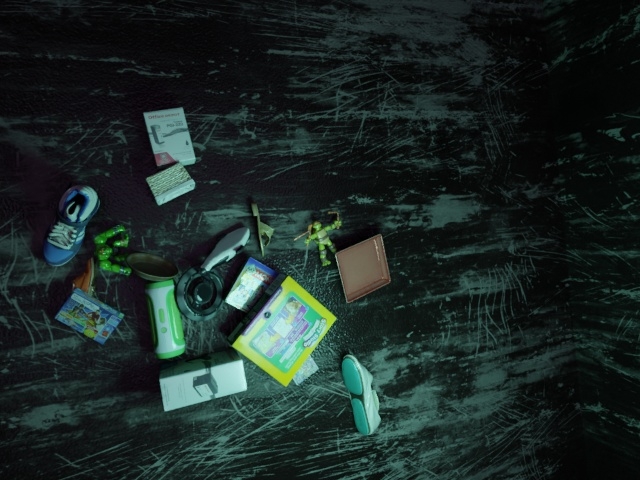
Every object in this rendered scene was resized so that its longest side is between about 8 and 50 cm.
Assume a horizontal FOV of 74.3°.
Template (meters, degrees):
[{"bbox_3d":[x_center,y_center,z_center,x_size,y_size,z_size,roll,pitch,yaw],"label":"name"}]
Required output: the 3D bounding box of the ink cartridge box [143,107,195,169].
[{"bbox_3d":[-0.613,-0.415,1.718,0.159,0.092,0.217,-15,92,-19],"label":"ink cartridge box"}]

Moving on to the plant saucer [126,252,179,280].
[{"bbox_3d":[-0.656,0.109,1.644,0.199,0.198,0.036,19,103,-18],"label":"plant saucer"}]

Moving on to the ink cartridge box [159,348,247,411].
[{"bbox_3d":[-0.467,0.541,1.673,0.308,0.223,0.129,-8,91,-20],"label":"ink cartridge box"}]

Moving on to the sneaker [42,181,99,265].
[{"bbox_3d":[-0.918,-0.057,1.522,0.130,0.236,0.322,29,79,-16],"label":"sneaker"}]

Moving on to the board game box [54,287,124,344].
[{"bbox_3d":[-0.878,0.289,1.611,0.201,0.035,0.136,37,97,-16],"label":"board game box"}]

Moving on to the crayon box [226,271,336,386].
[{"bbox_3d":[-0.157,0.375,1.798,0.313,0.106,0.363,45,75,-23],"label":"crayon box"}]

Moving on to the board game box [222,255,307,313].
[{"bbox_3d":[-0.234,0.237,1.836,0.317,0.046,0.213,33,79,-24],"label":"board game box"}]

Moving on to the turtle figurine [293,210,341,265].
[{"bbox_3d":[0.000,0.000,1.924,0.269,0.087,0.217,-33,110,-33],"label":"turtle figurine"}]

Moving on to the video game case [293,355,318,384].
[{"bbox_3d":[-0.080,0.586,1.921,0.122,0.011,0.087,-34,100,-17],"label":"video game case"}]

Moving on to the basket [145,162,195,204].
[{"bbox_3d":[-0.607,-0.230,1.706,0.167,0.113,0.103,-30,94,-18],"label":"basket"}]

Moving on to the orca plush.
[{"bbox_3d":[-0.389,0.069,1.776,0.102,0.151,0.287,77,31,-45],"label":"orca plush"}]

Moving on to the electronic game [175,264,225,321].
[{"bbox_3d":[-0.486,0.215,1.729,0.229,0.048,0.229,7,81,-47],"label":"electronic game"}]

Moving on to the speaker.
[{"bbox_3d":[-0.616,0.306,1.675,0.131,0.131,0.296,-8,91,-20],"label":"speaker"}]

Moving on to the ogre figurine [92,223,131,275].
[{"bbox_3d":[-0.808,0.043,1.640,0.118,0.097,0.197,-10,108,-37],"label":"ogre figurine"}]

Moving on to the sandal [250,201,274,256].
[{"bbox_3d":[-0.241,-0.055,1.842,0.079,0.088,0.240,-13,88,-13],"label":"sandal"}]

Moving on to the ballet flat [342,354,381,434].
[{"bbox_3d":[0.197,0.699,1.969,0.139,0.139,0.400,-16,98,-19],"label":"ballet flat"}]

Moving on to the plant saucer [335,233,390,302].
[{"bbox_3d":[0.194,0.125,1.980,0.258,0.048,0.259,-23,112,-23],"label":"plant saucer"}]

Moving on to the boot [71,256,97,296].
[{"bbox_3d":[-0.906,0.139,1.619,0.085,0.059,0.157,8,87,-14],"label":"boot"}]
